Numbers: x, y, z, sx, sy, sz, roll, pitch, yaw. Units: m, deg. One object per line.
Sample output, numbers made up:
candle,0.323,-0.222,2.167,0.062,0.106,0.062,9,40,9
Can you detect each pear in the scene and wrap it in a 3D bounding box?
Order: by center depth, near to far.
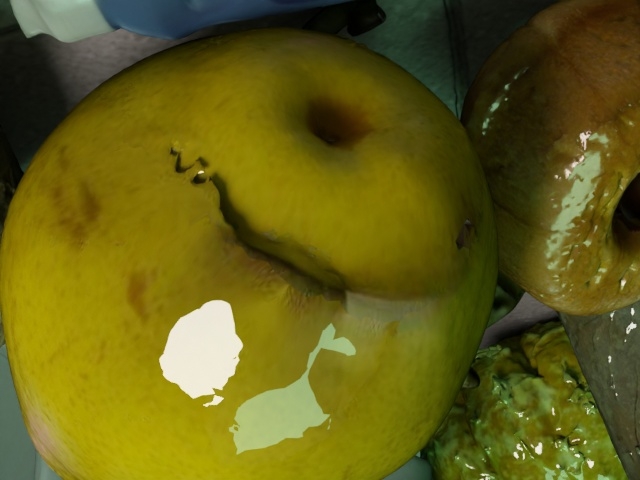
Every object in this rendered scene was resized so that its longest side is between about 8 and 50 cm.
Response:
pear,-0.038,0.038,0.807,0.285,0.285,0.336,-10,144,-6

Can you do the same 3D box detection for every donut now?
donut,0.189,-0.058,0.907,0.226,0.114,0.226,-24,138,-24

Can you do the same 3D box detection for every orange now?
orange,0.233,0.193,1.349,0.301,0.223,0.300,4,137,-23

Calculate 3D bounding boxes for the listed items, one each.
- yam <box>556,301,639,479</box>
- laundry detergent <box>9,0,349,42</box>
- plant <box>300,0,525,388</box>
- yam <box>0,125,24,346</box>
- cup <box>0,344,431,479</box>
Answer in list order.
yam,0.266,0.056,1.087,0.161,0.268,0.161,-20,166,-5
laundry detergent,-0.027,-0.167,0.709,0.290,0.094,0.143,-17,155,7
plant,-0.004,-0.025,1.008,0.251,0.180,0.333,-22,121,12
yam,-0.252,-0.030,0.800,0.168,0.168,0.304,-12,150,-2
cup,-0.122,0.221,1.187,0.392,0.310,0.401,21,121,-42
